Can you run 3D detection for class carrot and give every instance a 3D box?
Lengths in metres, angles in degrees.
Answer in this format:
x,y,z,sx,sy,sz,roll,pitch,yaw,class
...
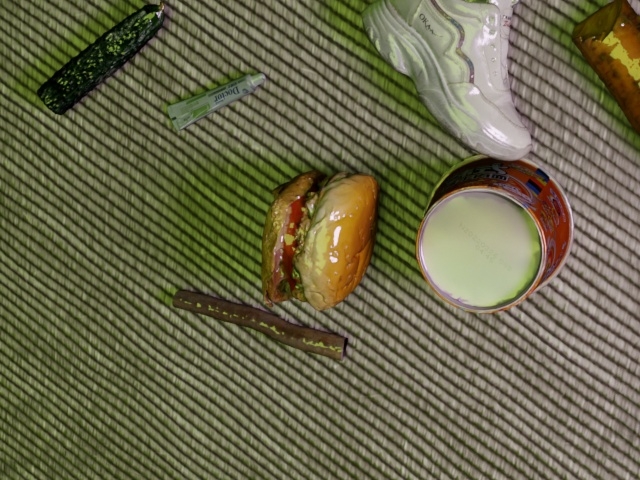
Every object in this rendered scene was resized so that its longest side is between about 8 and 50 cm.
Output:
x,y,z,sx,sy,sz,roll,pitch,yaw,class
0.496,-0.222,1.585,0.114,0.114,0.302,-38,88,21,carrot

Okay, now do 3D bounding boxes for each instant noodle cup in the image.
x,y,z,sx,sy,sz,roll,pitch,yaw,class
0.261,-0.003,1.660,0.250,0.192,0.251,4,103,17,instant noodle cup

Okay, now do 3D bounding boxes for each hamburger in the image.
x,y,z,sx,sy,sz,roll,pitch,yaw,class
0.000,0.000,1.727,0.162,0.244,0.245,9,104,12,hamburger

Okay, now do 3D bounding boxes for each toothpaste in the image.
x,y,z,sx,sy,sz,roll,pitch,yaw,class
-0.179,-0.244,1.834,0.197,0.029,0.048,-21,94,23,toothpaste

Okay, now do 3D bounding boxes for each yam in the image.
x,y,z,sx,sy,sz,roll,pitch,yaw,class
-0.108,0.147,1.889,0.326,0.045,0.045,16,137,15,yam

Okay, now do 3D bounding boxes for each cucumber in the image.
x,y,z,sx,sy,sz,roll,pitch,yaw,class
-0.373,-0.323,1.860,0.293,0.067,0.068,-34,90,19,cucumber

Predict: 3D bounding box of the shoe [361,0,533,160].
x,y,z,sx,sy,sz,roll,pitch,yaw,class
0.236,-0.289,1.639,0.210,0.132,0.342,-44,83,23,shoe
